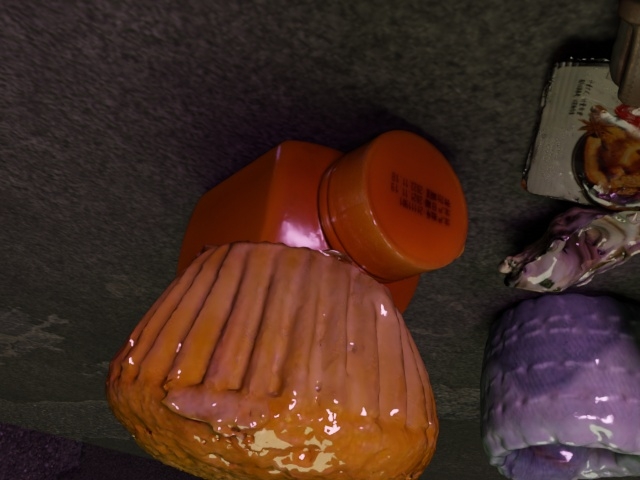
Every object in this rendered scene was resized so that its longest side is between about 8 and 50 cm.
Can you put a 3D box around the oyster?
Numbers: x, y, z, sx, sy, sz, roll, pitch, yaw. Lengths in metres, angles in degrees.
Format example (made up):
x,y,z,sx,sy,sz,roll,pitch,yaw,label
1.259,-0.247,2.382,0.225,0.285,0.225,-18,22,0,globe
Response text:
x,y,z,sx,sy,sz,roll,pitch,yaw,label
0.202,0.011,0.575,0.109,0.053,0.165,-7,156,-32,oyster

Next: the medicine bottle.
x,y,z,sx,sy,sz,roll,pitch,yaw,label
0.000,0.001,0.549,0.149,0.111,0.222,25,150,-30,medicine bottle

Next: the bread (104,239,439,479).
x,y,z,sx,sy,sz,roll,pitch,yaw,label
-0.029,0.106,0.482,0.240,0.139,0.240,9,153,4,bread

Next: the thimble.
x,y,z,sx,sy,sz,roll,pitch,yaw,label
0.280,0.177,0.752,0.205,0.171,0.250,-1,151,15,thimble

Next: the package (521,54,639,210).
x,y,z,sx,sy,sz,roll,pitch,yaw,label
0.259,-0.062,0.433,0.240,0.030,0.154,4,152,11,package

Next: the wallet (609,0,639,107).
x,y,z,sx,sy,sz,roll,pitch,yaw,label
0.201,-0.123,0.313,0.118,0.038,0.152,3,147,11,wallet
